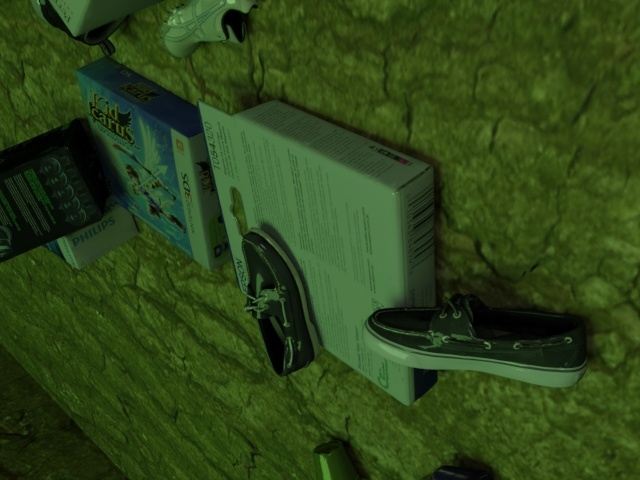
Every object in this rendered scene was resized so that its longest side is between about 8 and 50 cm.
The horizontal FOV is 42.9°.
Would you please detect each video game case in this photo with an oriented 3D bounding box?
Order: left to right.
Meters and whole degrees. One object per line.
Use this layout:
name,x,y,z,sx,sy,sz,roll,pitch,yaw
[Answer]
video game case,-0.244,-0.115,1.216,0.269,0.061,0.244,32,141,32

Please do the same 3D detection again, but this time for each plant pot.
plant pot,0.022,0.370,1.320,0.083,0.083,0.079,-6,104,55

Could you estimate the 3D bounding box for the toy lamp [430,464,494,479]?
toy lamp,0.252,0.348,0.988,0.274,0.080,0.080,18,133,42

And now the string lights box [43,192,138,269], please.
string lights box,-0.471,-0.050,1.510,0.259,0.133,0.077,25,138,40

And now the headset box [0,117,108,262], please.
headset box,-0.484,-0.074,1.318,0.246,0.283,0.131,-120,7,-69

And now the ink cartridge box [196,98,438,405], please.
ink cartridge box,0.000,0.000,0.996,0.330,0.071,0.324,31,143,38

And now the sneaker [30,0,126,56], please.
sneaker,-0.314,-0.360,1.042,0.153,0.101,0.268,40,152,21

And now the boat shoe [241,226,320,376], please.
boat shoe,-0.061,0.083,1.032,0.075,0.065,0.206,13,130,50

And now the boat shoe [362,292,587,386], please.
boat shoe,0.153,0.089,0.822,0.228,0.080,0.076,10,119,21

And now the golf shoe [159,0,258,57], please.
golf shoe,-0.128,-0.247,0.933,0.086,0.069,0.176,48,150,-1

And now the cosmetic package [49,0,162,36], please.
cosmetic package,-0.229,-0.348,0.882,0.151,0.151,0.183,56,149,-1
